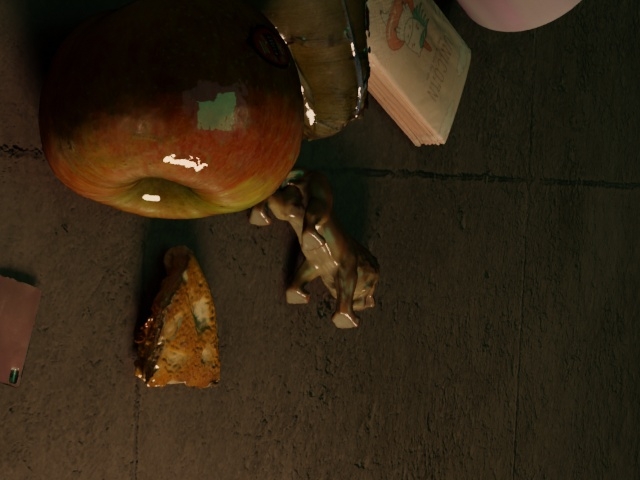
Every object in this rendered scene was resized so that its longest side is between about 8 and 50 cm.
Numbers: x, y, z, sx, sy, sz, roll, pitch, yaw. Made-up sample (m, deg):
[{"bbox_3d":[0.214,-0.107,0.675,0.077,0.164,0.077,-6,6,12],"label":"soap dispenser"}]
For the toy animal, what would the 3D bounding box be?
[{"bbox_3d":[0.000,0.000,2.228,0.312,0.097,0.157,64,32,-34],"label":"toy animal"}]

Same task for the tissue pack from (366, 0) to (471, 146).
[{"bbox_3d":[0.111,-0.284,2.365,0.325,0.071,0.170,43,56,-49],"label":"tissue pack"}]

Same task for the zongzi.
[{"bbox_3d":[-0.082,-0.262,1.989,0.393,0.174,0.356,-33,124,-51],"label":"zongzi"}]

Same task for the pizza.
[{"bbox_3d":[-0.175,0.119,1.997,0.161,0.062,0.182,-59,143,-44],"label":"pizza"}]

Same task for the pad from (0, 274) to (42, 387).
[{"bbox_3d":[-0.369,0.081,1.745,0.188,0.006,0.113,27,72,-52],"label":"pad"}]

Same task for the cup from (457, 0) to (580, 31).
[{"bbox_3d":[0.240,-0.488,2.377,0.371,0.253,0.253,40,61,-49],"label":"cup"}]

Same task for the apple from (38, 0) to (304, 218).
[{"bbox_3d":[-0.158,-0.159,1.806,0.309,0.278,0.250,52,39,-74],"label":"apple"}]
